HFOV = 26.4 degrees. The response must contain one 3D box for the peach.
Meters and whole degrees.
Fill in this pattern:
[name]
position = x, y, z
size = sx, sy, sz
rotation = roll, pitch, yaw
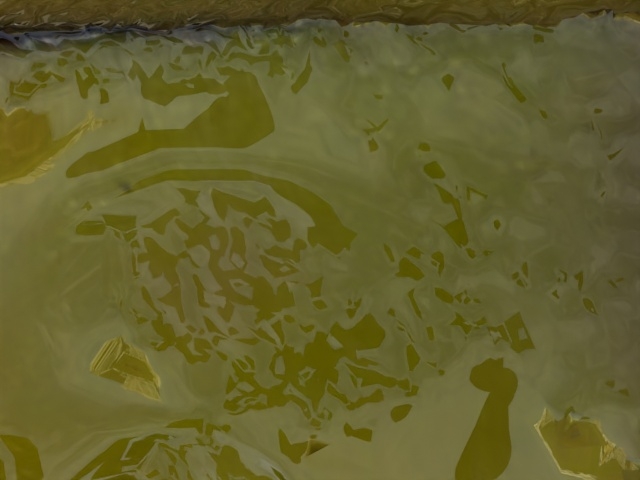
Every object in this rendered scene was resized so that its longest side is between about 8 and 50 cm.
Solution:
[peach]
position = 0.000, 0.000, 0.546
size = 0.380, 0.306, 0.242
rotation = -5, -153, 26
